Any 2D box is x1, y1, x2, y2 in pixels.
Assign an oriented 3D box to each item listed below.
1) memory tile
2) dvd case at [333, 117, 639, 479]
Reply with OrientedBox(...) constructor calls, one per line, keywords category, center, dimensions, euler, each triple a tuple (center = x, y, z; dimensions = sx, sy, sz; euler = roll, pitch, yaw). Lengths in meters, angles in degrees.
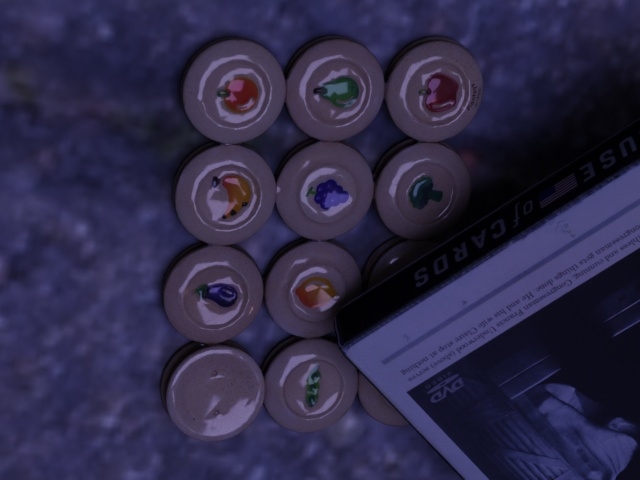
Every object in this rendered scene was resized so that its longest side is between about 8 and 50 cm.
OrientedBox(category="memory tile", center=(0.000, 0.000, 0.698), dimensions=(0.113, 0.012, 0.148), euler=(-1, 108, -18))
OrientedBox(category="dvd case", center=(0.146, 0.061, 0.718), dimensions=(0.179, 0.029, 0.239), euler=(-33, 120, 17))
